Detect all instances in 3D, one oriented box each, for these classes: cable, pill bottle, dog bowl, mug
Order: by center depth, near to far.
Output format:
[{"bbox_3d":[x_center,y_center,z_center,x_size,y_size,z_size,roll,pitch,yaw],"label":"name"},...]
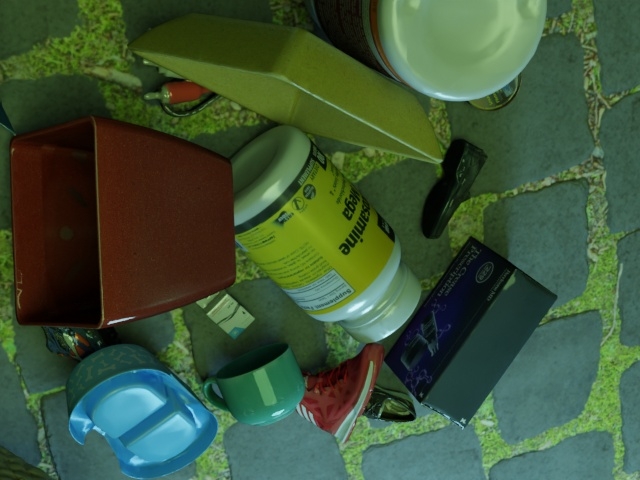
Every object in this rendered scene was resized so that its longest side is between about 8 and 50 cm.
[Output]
[{"bbox_3d":[0.119,-0.332,1.536,0.224,0.392,0.224,-6,110,-17],"label":"pill bottle"},{"bbox_3d":[-0.124,-0.239,1.664,0.287,0.072,0.139,0,113,-18],"label":"cable"},{"bbox_3d":[0.000,0.000,1.723,0.188,0.188,0.334,-44,116,0],"label":"pill bottle"},{"bbox_3d":[-0.274,0.257,1.724,0.166,0.074,0.297,-35,141,1],"label":"dog bowl"},{"bbox_3d":[-0.097,0.233,1.805,0.129,0.158,0.097,-28,100,-30],"label":"mug"}]

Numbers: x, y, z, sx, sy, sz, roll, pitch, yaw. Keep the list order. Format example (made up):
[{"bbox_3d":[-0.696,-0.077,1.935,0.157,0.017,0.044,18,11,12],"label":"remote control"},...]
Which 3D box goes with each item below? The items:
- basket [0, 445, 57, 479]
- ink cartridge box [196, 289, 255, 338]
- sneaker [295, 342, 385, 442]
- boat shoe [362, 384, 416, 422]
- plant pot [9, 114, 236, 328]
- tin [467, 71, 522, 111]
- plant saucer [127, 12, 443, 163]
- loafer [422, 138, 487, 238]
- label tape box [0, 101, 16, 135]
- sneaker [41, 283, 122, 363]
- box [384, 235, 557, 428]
[{"bbox_3d":[-0.507,0.482,1.602,0.328,0.331,0.266,-8,106,-45],"label":"basket"},{"bbox_3d":[-0.151,0.111,1.798,0.048,0.028,0.083,-46,115,0],"label":"ink cartridge box"},{"bbox_3d":[0.017,0.231,1.822,0.128,0.087,0.221,22,128,3],"label":"sneaker"},{"bbox_3d":[0.095,0.276,1.924,0.152,0.049,0.056,10,106,-20],"label":"boat shoe"},{"bbox_3d":[-0.264,-0.020,1.576,0.236,0.267,0.267,-1,88,-38],"label":"plant pot"},{"bbox_3d":[0.245,-0.291,1.790,0.106,0.040,0.189,-36,115,-8],"label":"tin"},{"bbox_3d":[-0.036,-0.215,1.522,0.333,0.333,0.081,21,88,-45],"label":"plant saucer"},{"bbox_3d":[0.219,-0.076,1.842,0.061,0.062,0.170,18,103,-28],"label":"loafer"},{"bbox_3d":[-0.503,-0.290,1.429,0.334,0.240,0.106,36,92,-26],"label":"label tape box"},{"bbox_3d":[-0.368,0.147,1.721,0.087,0.083,0.221,-28,113,10],"label":"sneaker"},{"bbox_3d":[0.239,0.146,1.855,0.103,0.184,0.261,32,95,-25],"label":"box"}]
